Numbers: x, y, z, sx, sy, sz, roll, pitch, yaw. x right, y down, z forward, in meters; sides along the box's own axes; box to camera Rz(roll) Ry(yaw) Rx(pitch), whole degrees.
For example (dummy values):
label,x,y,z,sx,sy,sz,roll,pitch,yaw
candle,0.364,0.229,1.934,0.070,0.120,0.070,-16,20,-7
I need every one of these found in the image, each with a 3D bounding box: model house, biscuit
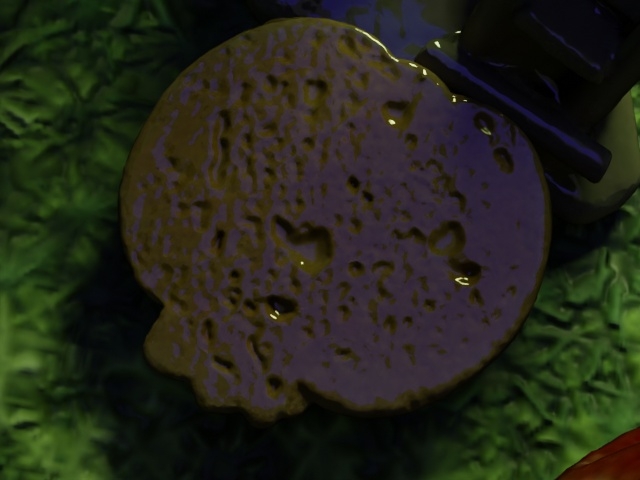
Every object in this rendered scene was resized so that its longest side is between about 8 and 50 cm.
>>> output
label,x,y,z,sx,sy,sz,roll,pitch,yaw
model house,0.079,-0.138,0.466,0.229,0.188,0.122,37,56,4
biscuit,0.000,0.000,0.463,0.170,0.050,0.170,-1,81,4

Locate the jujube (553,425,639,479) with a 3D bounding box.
label,x,y,z,sx,sy,sz,roll,pitch,yaw
jujube,0.188,0.147,0.377,0.318,0.223,0.223,-22,77,-22
